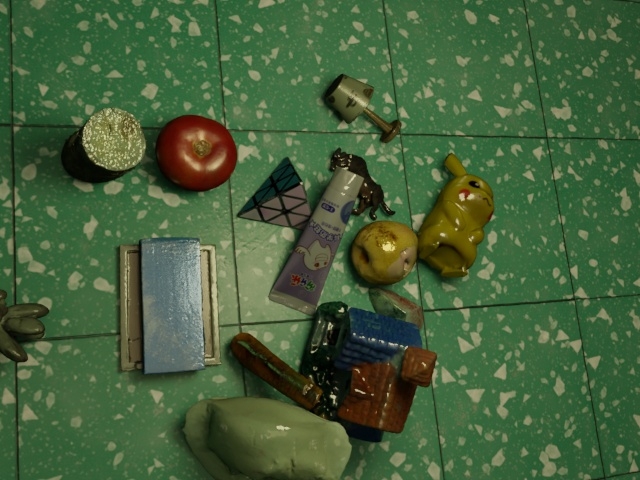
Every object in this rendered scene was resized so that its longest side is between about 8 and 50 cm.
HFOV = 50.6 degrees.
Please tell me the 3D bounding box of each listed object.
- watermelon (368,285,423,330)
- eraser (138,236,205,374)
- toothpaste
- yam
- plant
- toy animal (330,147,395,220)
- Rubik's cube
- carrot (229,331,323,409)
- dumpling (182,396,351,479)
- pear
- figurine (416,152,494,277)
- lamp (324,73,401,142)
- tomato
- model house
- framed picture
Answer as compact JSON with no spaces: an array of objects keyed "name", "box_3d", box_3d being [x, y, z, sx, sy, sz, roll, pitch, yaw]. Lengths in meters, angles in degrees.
[{"name":"watermelon","box_3d":[0.202,0.182,1.767,0.180,0.081,0.094,41,43,-13]},{"name":"eraser","box_3d":[-0.343,0.148,1.565,0.144,0.042,0.311,-1,79,-19]},{"name":"toothpaste","box_3d":[0.000,0.000,1.686,0.125,0.080,0.371,23,96,-14]},{"name":"yam","box_3d":[-0.485,-0.203,1.515,0.154,0.254,0.154,5,80,-30]},{"name":"plant","box_3d":[-0.708,0.147,1.401,0.274,0.149,0.146,22,72,-16]},{"name":"toy animal","box_3d":[0.107,-0.141,1.783,0.232,0.084,0.148,45,56,-1]},{"name":"Rubik's cube","box_3d":[-0.052,-0.103,1.674,0.190,0.178,0.211,37,70,-11]},{"name":"carrot","box_3d":[-0.103,0.300,1.560,0.260,0.070,0.070,31,66,25]},{"name":"dumpling","box_3d":[-0.109,0.451,1.510,0.212,0.321,0.270,-43,129,-38]},{"name":"pear","box_3d":[0.169,0.029,1.726,0.178,0.178,0.178,4,77,-18]},{"name":"figurine","box_3d":[0.375,-0.055,1.819,0.218,0.169,0.326,41,70,-24]},{"name":"lamp","box_3d":[0.119,-0.353,1.821,0.215,0.121,0.121,36,69,-18]},{"name":"tomato","box_3d":[-0.300,-0.208,1.630,0.195,0.136,0.195,4,78,-21]},{"name":"model house","box_3d":[0.110,0.305,1.531,0.252,0.329,0.295,20,81,-13]},{"name":"framed picture","box_3d":[-0.354,0.152,1.593,0.231,0.018,0.293,0,78,-20]}]
